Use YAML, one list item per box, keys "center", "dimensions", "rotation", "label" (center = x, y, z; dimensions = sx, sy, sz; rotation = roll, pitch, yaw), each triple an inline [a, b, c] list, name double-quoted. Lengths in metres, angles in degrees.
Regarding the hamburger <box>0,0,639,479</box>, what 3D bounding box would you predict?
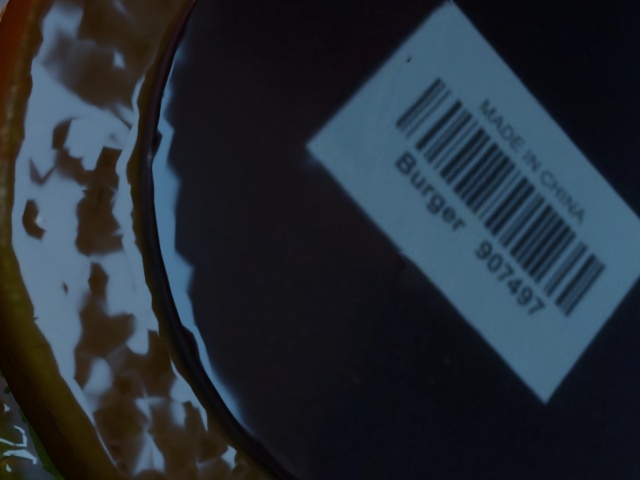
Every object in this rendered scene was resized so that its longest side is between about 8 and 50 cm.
- center: [0.000, 0.000, 0.477]
  dimensions: [0.330, 0.250, 0.330]
  rotation: [4, 80, -22]
  label: "hamburger"
